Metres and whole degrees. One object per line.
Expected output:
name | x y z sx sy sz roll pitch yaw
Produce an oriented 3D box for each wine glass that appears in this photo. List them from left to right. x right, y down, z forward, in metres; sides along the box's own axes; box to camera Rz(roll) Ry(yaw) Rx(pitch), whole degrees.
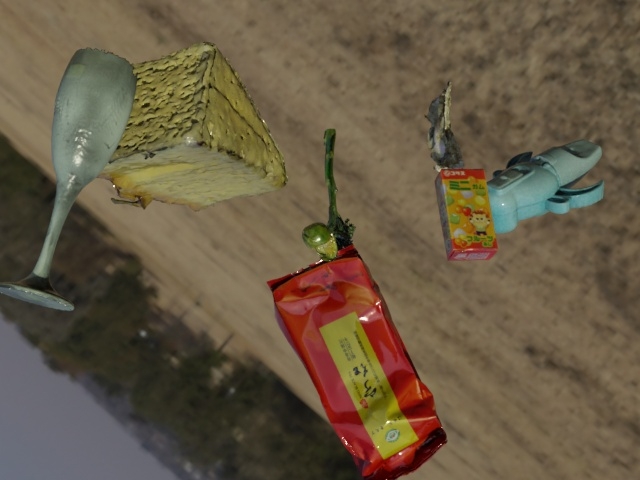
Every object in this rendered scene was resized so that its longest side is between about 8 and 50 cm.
wine glass | -0.330 -0.100 1.328 0.096 0.309 0.264 9 167 24

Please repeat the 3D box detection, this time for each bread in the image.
bread | -0.203 -0.105 1.726 0.315 0.248 0.279 60 -156 -32

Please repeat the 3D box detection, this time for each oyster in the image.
oyster | 0.235 -0.208 2.190 0.061 0.199 0.106 11 166 -14

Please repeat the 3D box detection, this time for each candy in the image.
candy | 0.189 -0.033 1.517 0.062 0.122 0.038 -1 155 -13

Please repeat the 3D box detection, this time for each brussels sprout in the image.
brussels sprout | 0.001 0.000 1.919 0.046 0.051 0.083 9 161 24

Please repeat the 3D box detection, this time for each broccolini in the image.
broccolini | 0.027 -0.095 2.189 0.058 0.254 0.071 -11 163 32

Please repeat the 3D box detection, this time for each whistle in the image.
whistle | 0.361 -0.097 1.942 0.186 0.274 0.093 31 142 46

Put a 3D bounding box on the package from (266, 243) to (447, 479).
package | 0.070 0.228 2.121 0.423 0.196 0.123 63 -177 5
